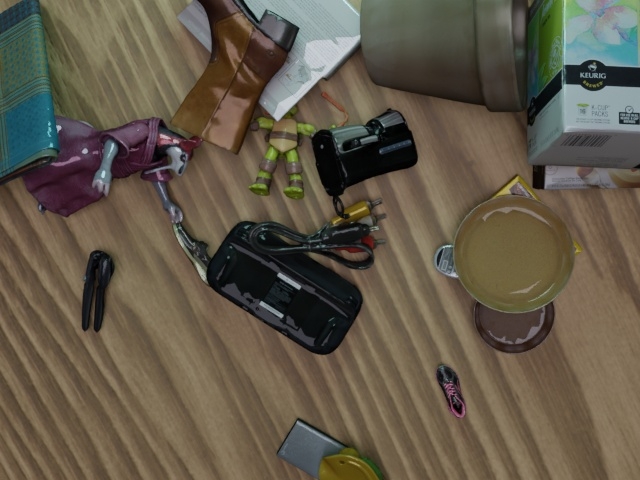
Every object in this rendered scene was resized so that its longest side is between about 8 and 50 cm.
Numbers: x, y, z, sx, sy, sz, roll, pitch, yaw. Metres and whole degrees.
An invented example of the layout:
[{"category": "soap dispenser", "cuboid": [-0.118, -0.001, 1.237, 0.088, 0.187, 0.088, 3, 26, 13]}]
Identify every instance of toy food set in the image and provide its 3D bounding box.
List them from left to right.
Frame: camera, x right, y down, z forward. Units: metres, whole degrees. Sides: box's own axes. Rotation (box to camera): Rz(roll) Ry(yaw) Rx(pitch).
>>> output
[{"category": "toy food set", "cuboid": [0.086, 0.519, 1.694, 0.128, 0.071, 0.218, -22, 110, 26]}]

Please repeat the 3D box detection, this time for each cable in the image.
[{"category": "cable", "cuboid": [0.000, 0.000, 1.619, 0.287, 0.072, 0.139, -8, 112, -2]}]

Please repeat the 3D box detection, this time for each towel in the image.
[{"category": "towel", "cuboid": [-0.627, -0.268, 1.528, 0.271, 0.040, 0.370, -22, 66, 18]}]

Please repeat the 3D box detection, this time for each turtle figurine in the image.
[{"category": "turtle figurine", "cuboid": [-0.088, -0.198, 1.590, 0.269, 0.087, 0.217, 10, 78, -11]}]

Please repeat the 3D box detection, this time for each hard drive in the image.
[{"category": "hard drive", "cuboid": [-0.015, 0.456, 1.714, 0.135, 0.022, 0.094, 30, 98, -1]}]

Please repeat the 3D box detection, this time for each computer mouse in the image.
[{"category": "computer mouse", "cuboid": [0.327, 0.058, 1.623, 0.193, 0.042, 0.106, 17, 84, 13]}]

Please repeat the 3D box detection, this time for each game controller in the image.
[{"category": "game controller", "cuboid": [-0.073, 0.098, 1.636, 0.319, 0.067, 0.166, 33, 86, -2]}]

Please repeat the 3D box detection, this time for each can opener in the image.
[{"category": "can opener", "cuboid": [-0.476, 0.108, 1.671, 0.059, 0.073, 0.186, 15, 108, -8]}]

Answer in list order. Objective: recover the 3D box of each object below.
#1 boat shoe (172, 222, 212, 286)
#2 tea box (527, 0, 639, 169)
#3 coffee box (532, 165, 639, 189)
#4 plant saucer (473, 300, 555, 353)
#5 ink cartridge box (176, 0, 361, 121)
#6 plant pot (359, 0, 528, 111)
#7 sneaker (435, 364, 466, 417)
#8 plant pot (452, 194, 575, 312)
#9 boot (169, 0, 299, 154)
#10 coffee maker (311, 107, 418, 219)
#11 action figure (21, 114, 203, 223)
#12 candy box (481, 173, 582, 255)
[{"category": "boat shoe", "cuboid": [-0.253, 0.023, 1.653, 0.049, 0.056, 0.152, -31, 105, 1]}, {"category": "tea box", "cuboid": [0.555, -0.305, 1.403, 0.329, 0.220, 0.324, 2, 80, -1]}, {"category": "coffee box", "cuboid": [0.552, -0.172, 1.562, 0.246, 0.098, 0.141, 0, 97, 2]}, {"category": "plant saucer", "cuboid": [0.401, 0.152, 1.650, 0.168, 0.029, 0.168, 0, 97, 4]}, {"category": "ink cartridge box", "cuboid": [-0.088, -0.425, 1.562, 0.261, 0.066, 0.296, -44, 88, 7]}, {"category": "plant pot", "cuboid": [0.232, -0.393, 1.468, 0.280, 0.323, 0.323, 1, 98, 20]}, {"category": "sneaker", "cuboid": [0.277, 0.319, 1.665, 0.047, 0.057, 0.119, -23, 95, 7]}, {"category": "plant pot", "cuboid": [0.382, 0.028, 1.578, 0.236, 0.032, 0.236, -1, 80, 6]}, {"category": "boot", "cuboid": [-0.211, -0.343, 1.522, 0.264, 0.096, 0.280, 30, 104, -3]}, {"category": "coffee maker", "cuboid": [0.089, -0.155, 1.555, 0.178, 0.120, 0.171, -18, 120, -25]}, {"category": "action figure", "cuboid": [-0.410, -0.176, 1.590, 0.370, 0.248, 0.276, -13, 70, 5]}, {"category": "candy box", "cuboid": [0.430, -0.025, 1.625, 0.105, 0.027, 0.206, -41, 94, 11]}]
